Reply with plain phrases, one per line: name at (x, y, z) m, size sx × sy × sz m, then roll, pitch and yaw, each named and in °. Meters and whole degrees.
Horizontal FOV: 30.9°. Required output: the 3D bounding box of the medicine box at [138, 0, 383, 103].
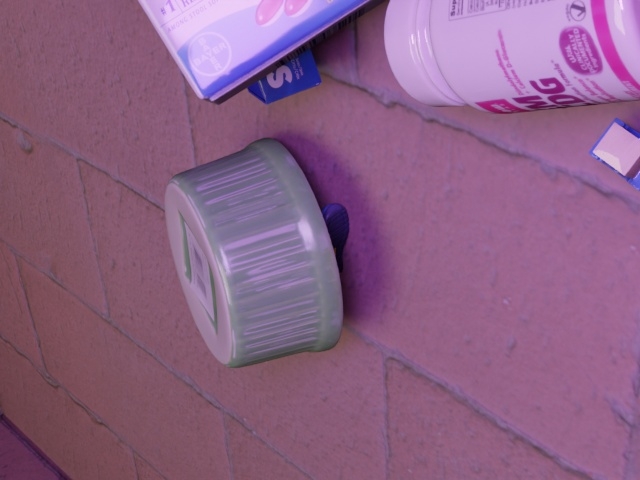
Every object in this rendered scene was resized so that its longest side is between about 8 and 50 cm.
medicine box at (-0.079, -0.327, 1.177) m, size 0.289 × 0.264 × 0.149 m, roll 58°, pitch -176°, yaw -4°

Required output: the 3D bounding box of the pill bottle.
pill bottle at (0.199, -0.195, 1.023) m, size 0.283 × 0.160 × 0.160 m, roll 1°, pitch 116°, yaw 51°

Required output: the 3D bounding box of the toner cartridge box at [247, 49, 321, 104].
toner cartridge box at (-0.100, -0.342, 1.361) m, size 0.165 × 0.075 × 0.347 m, roll -134°, pitch 24°, yaw -72°

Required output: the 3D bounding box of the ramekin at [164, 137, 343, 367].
ramekin at (-0.099, 0.025, 1.562) m, size 0.303 × 0.148 × 0.303 m, roll 163°, pitch 90°, yaw -72°

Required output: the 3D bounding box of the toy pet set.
toy pet set at (0.312, -0.103, 1.066) m, size 0.122 × 0.065 × 0.114 m, roll 42°, pitch 106°, yaw 23°

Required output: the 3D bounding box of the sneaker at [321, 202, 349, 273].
sneaker at (0.000, 0.000, 1.573) m, size 0.059 × 0.053 × 0.144 m, roll 43°, pitch 143°, yaw 29°
